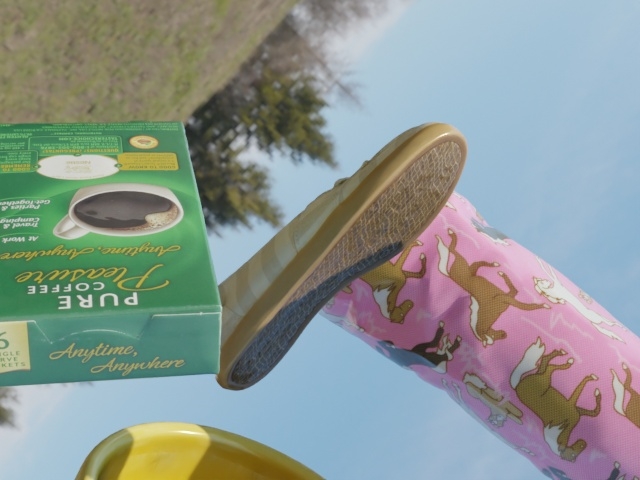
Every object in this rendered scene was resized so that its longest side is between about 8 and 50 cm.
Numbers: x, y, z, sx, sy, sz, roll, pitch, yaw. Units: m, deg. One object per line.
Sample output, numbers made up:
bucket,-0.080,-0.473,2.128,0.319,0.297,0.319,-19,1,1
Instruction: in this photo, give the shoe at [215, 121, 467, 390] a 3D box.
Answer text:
shoe,0.000,0.000,0.673,0.219,0.076,0.058,-45,-123,6

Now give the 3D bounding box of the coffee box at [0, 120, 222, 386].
coffee box,-0.114,-0.002,0.524,0.184,0.113,0.040,-112,-156,-55

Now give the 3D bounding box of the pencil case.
pencil case,0.178,0.096,0.856,0.160,0.386,0.167,-53,174,-19

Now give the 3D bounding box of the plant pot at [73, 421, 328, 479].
plant pot,-0.095,0.300,0.770,0.254,0.254,0.239,-92,-153,-72
